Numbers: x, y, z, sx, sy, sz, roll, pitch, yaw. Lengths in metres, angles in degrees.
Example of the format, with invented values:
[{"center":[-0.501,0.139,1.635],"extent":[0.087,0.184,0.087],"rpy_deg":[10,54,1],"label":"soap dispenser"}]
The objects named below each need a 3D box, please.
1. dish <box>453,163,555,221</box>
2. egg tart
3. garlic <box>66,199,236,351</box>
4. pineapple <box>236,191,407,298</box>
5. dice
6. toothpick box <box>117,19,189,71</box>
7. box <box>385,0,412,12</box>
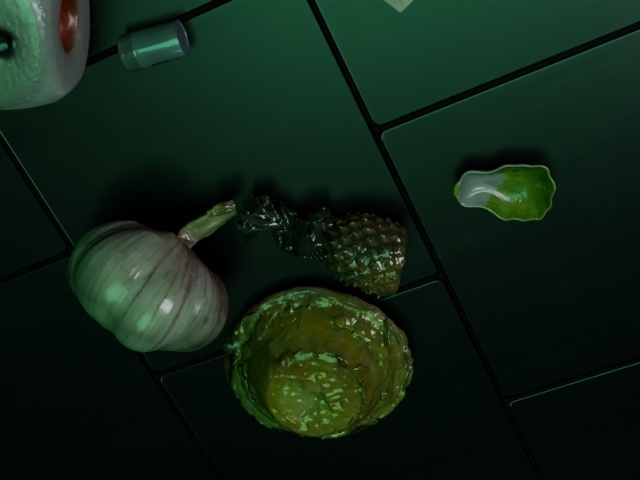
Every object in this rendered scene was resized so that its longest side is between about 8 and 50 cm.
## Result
[{"center":[0.254,-0.076,1.478],"extent":[0.137,0.039,0.091],"rpy_deg":[4,124,5],"label":"dish"},{"center":[-0.006,0.205,1.618],"extent":[0.295,0.116,0.294],"rpy_deg":[2,121,4],"label":"egg tart"},{"center":[-0.213,0.034,1.502],"extent":[0.245,0.245,0.253],"rpy_deg":[38,92,-14],"label":"garlic"},{"center":[0.000,0.000,1.515],"extent":[0.251,0.125,0.125],"rpy_deg":[17,119,3],"label":"pineapple"},{"center":[-0.406,-0.282,1.349],"extent":[0.192,0.193,0.194],"rpy_deg":[5,121,2],"label":"dice"},{"center":[-0.222,-0.260,1.420],"extent":[0.083,0.052,0.052],"rpy_deg":[-13,117,12],"label":"toothpick box"},{"center":[0.129,-0.392,1.299],"extent":[0.122,0.032,0.220],"rpy_deg":[31,123,-27],"label":"box"}]
